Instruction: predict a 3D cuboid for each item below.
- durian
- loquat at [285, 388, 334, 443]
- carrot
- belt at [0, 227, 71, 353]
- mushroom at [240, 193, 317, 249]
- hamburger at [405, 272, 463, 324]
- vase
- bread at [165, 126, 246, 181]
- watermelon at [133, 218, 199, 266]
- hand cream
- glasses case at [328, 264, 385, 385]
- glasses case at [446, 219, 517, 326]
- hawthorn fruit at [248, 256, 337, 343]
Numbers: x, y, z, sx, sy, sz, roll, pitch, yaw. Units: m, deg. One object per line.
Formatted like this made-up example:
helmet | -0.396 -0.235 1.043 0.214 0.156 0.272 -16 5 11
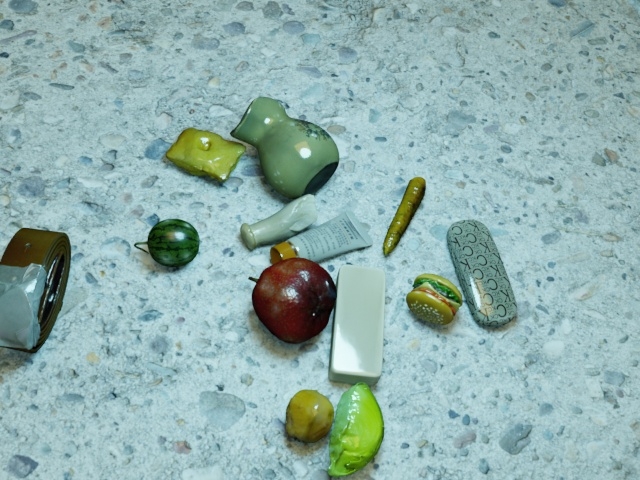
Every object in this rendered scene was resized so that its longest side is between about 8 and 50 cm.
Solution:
durian | 0.087 0.482 1.605 0.139 0.101 0.250 23 57 -12
loquat | -0.030 0.446 1.618 0.137 0.113 0.137 -12 60 21
carrot | 0.263 -0.076 2.008 0.066 0.066 0.314 23 58 7
belt | -0.749 0.127 1.655 0.122 0.217 0.338 7 59 -2
mushroom | -0.117 -0.047 1.916 0.247 0.108 0.096 -25 67 -7
hamburger | 0.324 0.169 1.813 0.162 0.162 0.115 28 65 10
vase | -0.083 -0.295 2.016 0.302 0.240 0.329 44 27 12
bread | -0.365 -0.269 2.038 0.233 0.088 0.160 25 53 11
watermelon | -0.440 0.009 1.821 0.188 0.140 0.140 -5 59 -7
hand cream | 0.000 0.000 1.916 0.314 0.089 0.139 -20 64 -23
glasses case | 0.105 0.232 1.787 0.144 0.076 0.336 8 57 -2
glasses case | 0.481 0.092 1.919 0.137 0.085 0.354 -6 59 -10
hawthorn fruit | -0.094 0.143 1.748 0.266 0.210 0.230 28 63 27
